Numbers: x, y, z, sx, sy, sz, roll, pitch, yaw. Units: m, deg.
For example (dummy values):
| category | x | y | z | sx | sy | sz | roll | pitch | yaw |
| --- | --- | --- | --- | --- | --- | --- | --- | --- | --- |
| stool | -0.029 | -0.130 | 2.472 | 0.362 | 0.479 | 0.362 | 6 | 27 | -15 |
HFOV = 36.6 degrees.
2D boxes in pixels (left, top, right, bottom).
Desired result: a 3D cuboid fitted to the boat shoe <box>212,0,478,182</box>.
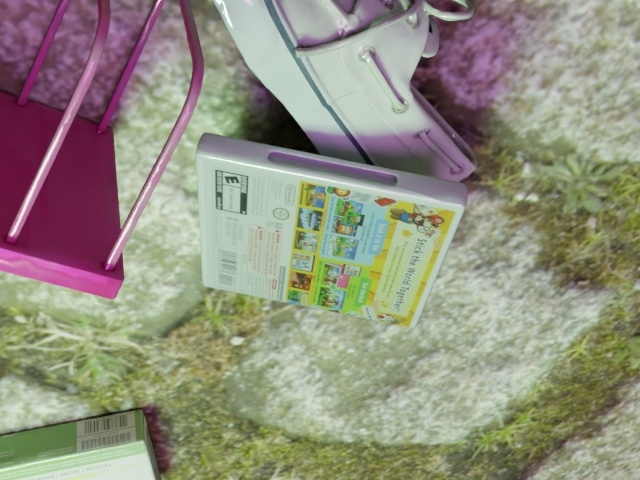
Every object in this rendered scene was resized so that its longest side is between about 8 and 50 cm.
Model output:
| category | x | y | z | sx | sy | sz | roll | pitch | yaw |
| --- | --- | --- | --- | --- | --- | --- | --- | --- | --- |
| boat shoe | 0.035 | -0.154 | 0.724 | 0.156 | 0.136 | 0.367 | -29 | 132 | 10 |

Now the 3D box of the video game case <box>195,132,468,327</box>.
| category | x | y | z | sx | sy | sz | roll | pitch | yaw |
| --- | --- | --- | --- | --- | --- | --- | --- | --- | --- |
| video game case | 0.000 | 0.000 | 0.817 | 0.206 | 0.026 | 0.227 | 11 | 150 | 1 |

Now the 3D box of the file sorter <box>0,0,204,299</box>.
| category | x | y | z | sx | sy | sz | roll | pitch | yaw |
| --- | --- | --- | --- | --- | --- | --- | --- | --- | --- |
| file sorter | -0.242 | -0.126 | 0.633 | 0.290 | 0.202 | 0.182 | 18 | 120 | -26 |

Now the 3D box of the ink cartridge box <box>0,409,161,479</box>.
| category | x | y | z | sx | sy | sz | roll | pitch | yaw |
| --- | --- | --- | --- | --- | --- | --- | --- | --- | --- |
| ink cartridge box | -0.257 | 0.294 | 1.063 | 0.171 | 0.056 | 0.235 | -10 | 128 | -7 |
